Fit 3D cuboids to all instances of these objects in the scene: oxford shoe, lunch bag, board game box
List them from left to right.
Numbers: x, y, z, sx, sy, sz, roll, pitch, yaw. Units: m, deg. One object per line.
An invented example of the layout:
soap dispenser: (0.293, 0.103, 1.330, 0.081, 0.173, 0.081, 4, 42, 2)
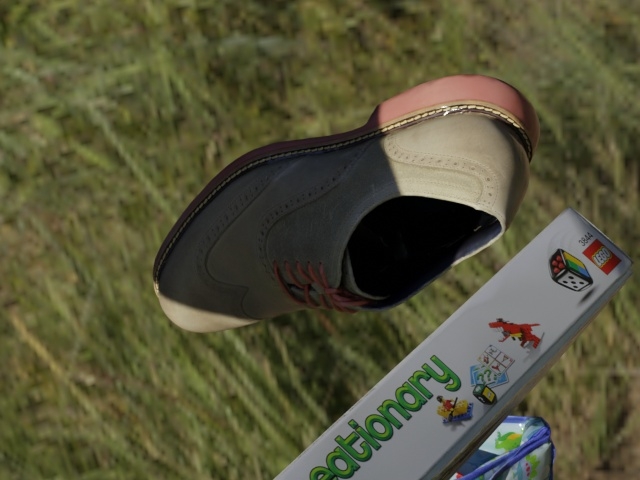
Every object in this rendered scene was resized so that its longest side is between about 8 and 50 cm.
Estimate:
oxford shoe: (0.000, 0.000, 1.416, 0.348, 0.123, 0.130, -30, 33, 34)
board game box: (0.027, 0.119, 0.976, 0.053, 0.193, 0.305, 43, 43, 9)
lunch bag: (0.095, 0.194, 1.395, 0.151, 0.129, 0.096, -13, 39, -8)
